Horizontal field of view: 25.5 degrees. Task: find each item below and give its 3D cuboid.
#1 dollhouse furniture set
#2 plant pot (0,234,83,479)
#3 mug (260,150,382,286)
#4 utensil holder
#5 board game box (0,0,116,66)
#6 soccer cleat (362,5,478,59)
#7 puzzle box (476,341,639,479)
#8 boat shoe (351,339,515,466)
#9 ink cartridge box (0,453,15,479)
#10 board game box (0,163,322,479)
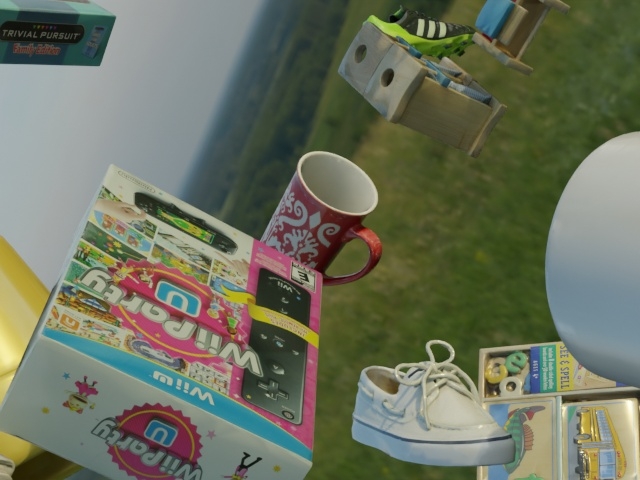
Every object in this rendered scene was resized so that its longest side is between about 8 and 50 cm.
[{"bbox_3d":[0.135,-0.210,1.474,0.184,0.129,0.129,-59,38,16],"label":"dollhouse furniture set"},{"bbox_3d":[-0.336,0.132,1.402,0.254,0.239,0.254,-29,-12,-7],"label":"plant pot"},{"bbox_3d":[-0.009,-0.002,1.801,0.169,0.113,0.150,-57,41,36],"label":"mug"},{"bbox_3d":[0.487,0.042,1.539,0.385,0.327,0.328,9,73,53],"label":"utensil holder"},{"bbox_3d":[-0.471,-0.331,1.820,0.253,0.336,0.079,-10,-53,-58],"label":"board game box"},{"bbox_3d":[0.131,-0.265,1.795,0.060,0.178,0.072,-40,69,46],"label":"soccer cleat"},{"bbox_3d":[0.378,0.346,2.177,0.052,0.272,0.409,58,-149,-53],"label":"puzzle box"},{"bbox_3d":[0.151,0.218,1.958,0.367,0.135,0.157,-177,86,-69],"label":"boat shoe"},{"bbox_3d":[-0.391,0.192,1.026,0.201,0.278,0.117,-66,-26,-3],"label":"ink cartridge box"},{"bbox_3d":[-0.115,0.083,1.149,0.097,0.224,0.303,-58,12,25],"label":"board game box"}]
